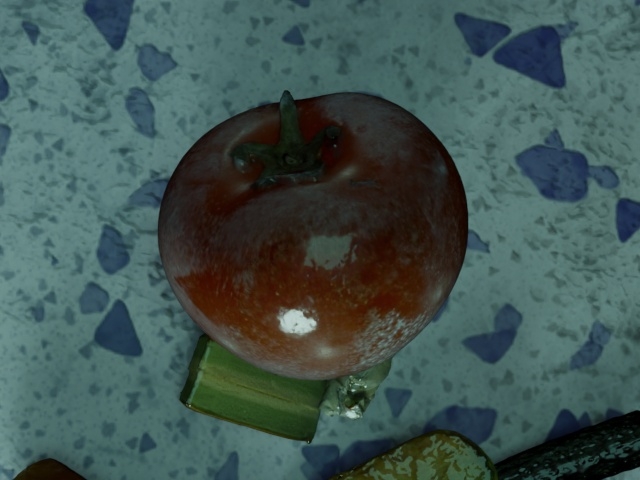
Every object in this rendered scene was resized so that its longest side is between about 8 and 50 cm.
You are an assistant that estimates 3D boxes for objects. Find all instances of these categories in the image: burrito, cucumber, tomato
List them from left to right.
[{"bbox_3d":[0.000,0.000,1.127,0.270,0.270,0.227,-27,128,-10],"label":"tomato"},{"bbox_3d":[0.054,0.086,1.237,0.058,0.045,0.188,26,80,-23],"label":"burrito"},{"bbox_3d":[0.229,0.227,1.257,0.214,0.058,0.052,-19,135,-5],"label":"cucumber"}]

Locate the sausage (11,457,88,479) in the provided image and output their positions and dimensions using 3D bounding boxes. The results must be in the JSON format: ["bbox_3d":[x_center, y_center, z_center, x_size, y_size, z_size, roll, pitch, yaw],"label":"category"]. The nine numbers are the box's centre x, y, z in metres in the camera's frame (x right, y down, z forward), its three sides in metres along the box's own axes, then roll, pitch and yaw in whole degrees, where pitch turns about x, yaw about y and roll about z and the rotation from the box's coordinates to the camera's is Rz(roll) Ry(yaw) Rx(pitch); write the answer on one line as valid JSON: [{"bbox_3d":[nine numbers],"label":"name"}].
[{"bbox_3d":[-0.164,0.305,1.169,0.300,0.083,0.089,36,70,-8],"label":"sausage"}]

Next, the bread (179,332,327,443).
[{"bbox_3d":[-0.055,0.142,1.195,0.139,0.084,0.074,21,83,-9],"label":"bread"}]

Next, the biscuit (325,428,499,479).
[{"bbox_3d":[0.055,0.269,1.219,0.247,0.029,0.118,-26,86,3],"label":"biscuit"}]
